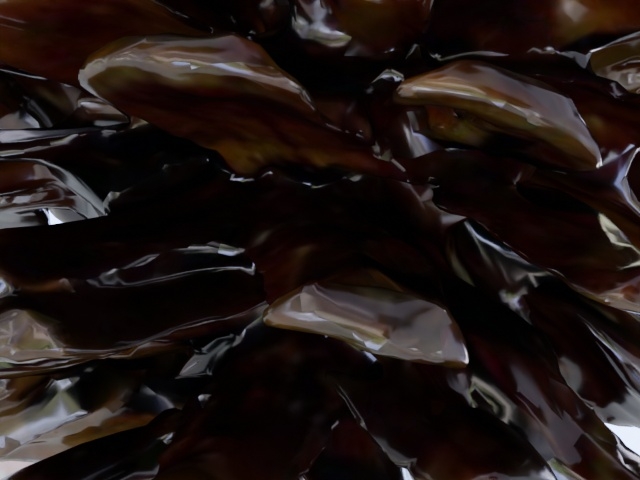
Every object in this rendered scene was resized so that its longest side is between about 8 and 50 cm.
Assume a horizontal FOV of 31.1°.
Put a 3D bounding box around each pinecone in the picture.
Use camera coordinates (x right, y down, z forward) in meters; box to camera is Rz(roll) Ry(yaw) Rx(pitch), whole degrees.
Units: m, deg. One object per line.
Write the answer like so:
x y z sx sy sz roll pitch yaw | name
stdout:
0.000 0.000 0.504 0.397 0.398 0.398 25 -172 -4 | pinecone
